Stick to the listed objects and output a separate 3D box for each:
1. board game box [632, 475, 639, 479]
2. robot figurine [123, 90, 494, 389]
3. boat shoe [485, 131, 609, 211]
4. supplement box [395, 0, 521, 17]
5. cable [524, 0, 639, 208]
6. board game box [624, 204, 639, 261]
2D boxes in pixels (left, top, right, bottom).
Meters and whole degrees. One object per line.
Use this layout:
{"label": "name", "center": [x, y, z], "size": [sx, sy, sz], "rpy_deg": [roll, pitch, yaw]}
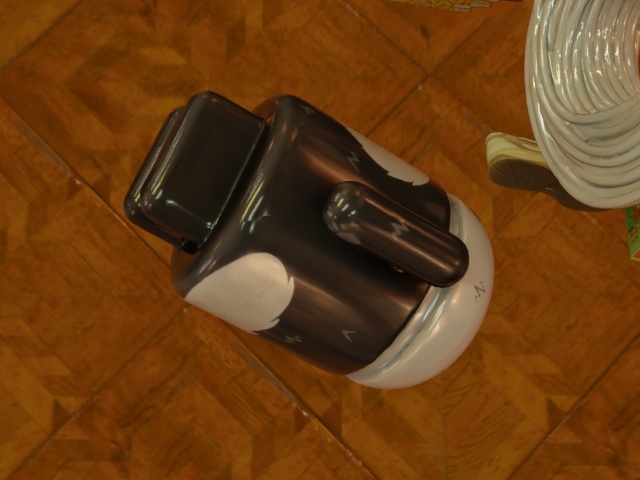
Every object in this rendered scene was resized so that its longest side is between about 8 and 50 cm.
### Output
{"label": "board game box", "center": [0.267, 0.343, 0.623], "size": [0.232, 0.141, 0.291], "rpy_deg": [-31, 101, 2]}
{"label": "robot figurine", "center": [0.000, -0.002, 0.655], "size": [0.278, 0.209, 0.173], "rpy_deg": [29, 116, -19]}
{"label": "boat shoe", "center": [0.233, -0.069, 0.857], "size": [0.153, 0.056, 0.048], "rpy_deg": [11, 50, -13]}
{"label": "supplement box", "center": [0.063, -0.369, 0.896], "size": [0.357, 0.194, 0.195], "rpy_deg": [5, 90, -14]}
{"label": "cable", "center": [0.249, -0.153, 0.665], "size": [0.089, 0.257, 0.257], "rpy_deg": [1, 31, -19]}
{"label": "board game box", "center": [0.354, -0.063, 0.827], "size": [0.043, 0.181, 0.092], "rpy_deg": [12, 55, -8]}
